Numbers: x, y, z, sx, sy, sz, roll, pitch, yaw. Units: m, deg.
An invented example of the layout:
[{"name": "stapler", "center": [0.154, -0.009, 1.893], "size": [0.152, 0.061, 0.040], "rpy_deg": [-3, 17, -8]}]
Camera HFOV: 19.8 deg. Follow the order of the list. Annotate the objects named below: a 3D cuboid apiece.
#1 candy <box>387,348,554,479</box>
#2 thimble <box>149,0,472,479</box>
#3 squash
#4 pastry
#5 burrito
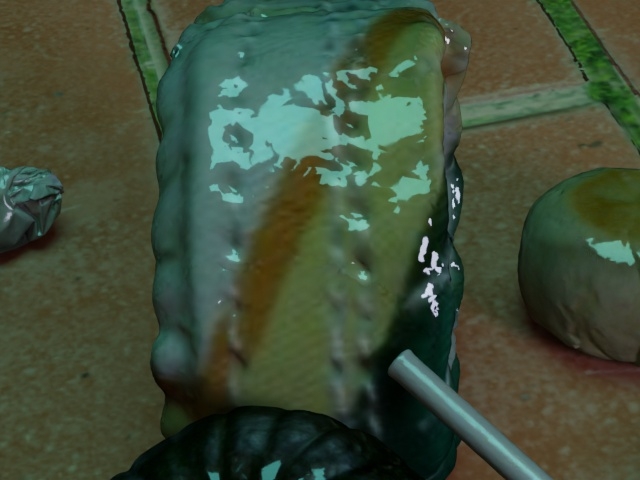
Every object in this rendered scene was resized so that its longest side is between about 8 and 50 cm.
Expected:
[{"name": "candy", "center": [0.171, 0.173, 0.852], "size": [0.365, 0.124, 0.124], "rpy_deg": [42, 54, 17]}, {"name": "thimble", "center": [0.000, 0.000, 1.031], "size": [0.167, 0.288, 0.254], "rpy_deg": [1, -5, 4]}, {"name": "squash", "center": [-0.028, 0.183, 0.871], "size": [0.218, 0.218, 0.172], "rpy_deg": [11, 2, 20]}, {"name": "pastry", "center": [0.202, 0.011, 1.158], "size": [0.156, 0.092, 0.156], "rpy_deg": [3, 35, -2]}, {"name": "burrito", "center": [-0.266, 0.002, 1.241], "size": [0.203, 0.064, 0.064], "rpy_deg": [-27, 43, -26]}]
